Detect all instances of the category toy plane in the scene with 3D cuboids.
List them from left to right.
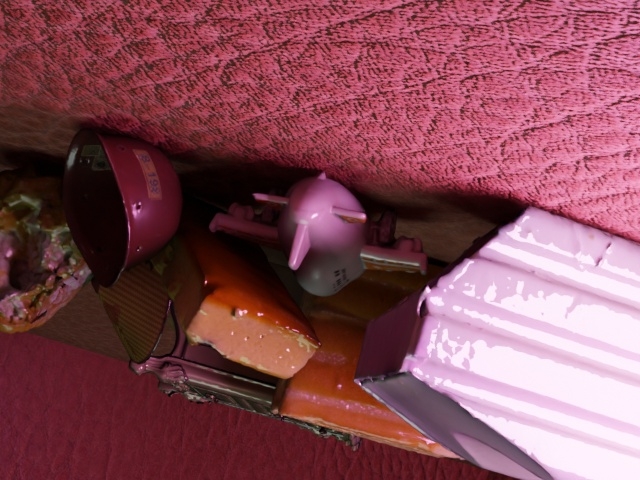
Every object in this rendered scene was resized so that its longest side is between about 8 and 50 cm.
[{"bbox_3d":[0.000,0.000,1.524,0.245,0.117,0.244,12,167,3],"label":"toy plane"}]

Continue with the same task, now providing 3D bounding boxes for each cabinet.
[{"bbox_3d":[-0.071,0.142,1.971,0.318,0.227,0.290,14,169,5],"label":"cabinet"}]

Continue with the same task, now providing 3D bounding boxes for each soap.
[{"bbox_3d":[0.275,0.129,1.450,0.446,0.261,0.156,17,170,-17],"label":"soap"}]

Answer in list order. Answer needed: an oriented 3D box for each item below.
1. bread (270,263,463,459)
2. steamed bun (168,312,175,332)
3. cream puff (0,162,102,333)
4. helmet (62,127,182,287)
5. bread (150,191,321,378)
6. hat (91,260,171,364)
[{"bbox_3d":[0.088,0.135,1.756,0.246,0.239,0.111,17,173,-4],"label":"bread"},{"bbox_3d":[-0.142,0.183,2.516,0.212,0.110,0.231,21,169,-31],"label":"steamed bun"},{"bbox_3d":[-0.356,-0.007,1.758,0.195,0.221,0.195,44,-172,-8],"label":"cream puff"},{"bbox_3d":[-0.202,-0.038,1.518,0.106,0.175,0.155,-5,152,-29],"label":"helmet"},{"bbox_3d":[-0.115,0.039,1.567,0.138,0.077,0.361,27,-169,-24],"label":"bread"},{"bbox_3d":[-0.252,0.057,1.784,0.082,0.193,0.193,12,169,-23],"label":"hat"}]
